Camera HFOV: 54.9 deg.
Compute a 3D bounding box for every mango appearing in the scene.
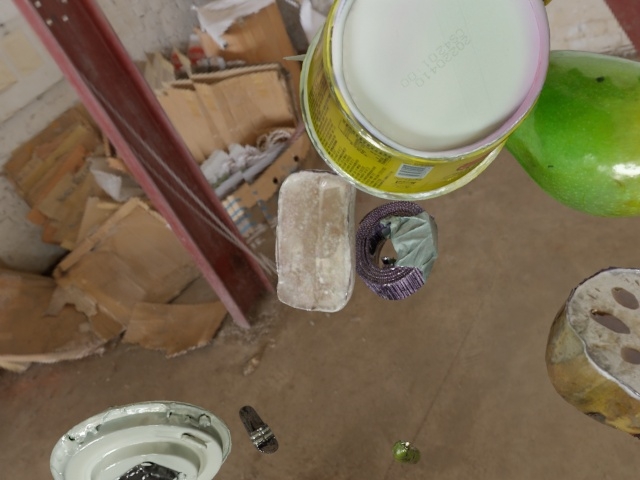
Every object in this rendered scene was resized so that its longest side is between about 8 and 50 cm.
[{"bbox_3d":[0.392,-0.165,0.929,0.201,0.225,0.382,-20,34,-27],"label":"mango"}]

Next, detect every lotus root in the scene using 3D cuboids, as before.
[{"bbox_3d":[0.494,0.191,0.973,0.272,0.192,0.272,6,43,-5],"label":"lotus root"}]

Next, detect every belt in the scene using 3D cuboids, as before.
[{"bbox_3d":[0.227,0.023,1.877,0.260,0.122,0.325,-15,47,25],"label":"belt"}]

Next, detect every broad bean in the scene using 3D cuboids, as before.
[{"bbox_3d":[0.221,0.550,1.591,0.065,0.254,0.046,-30,60,2],"label":"broad bean"}]

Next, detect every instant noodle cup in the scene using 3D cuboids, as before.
[{"bbox_3d":[0.126,-0.213,0.782,0.325,0.326,0.254,-24,2,3],"label":"instant noodle cup"}]

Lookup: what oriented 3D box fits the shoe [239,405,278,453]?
[{"bbox_3d":[-0.201,0.600,1.969,0.071,0.049,0.179,-27,63,-26],"label":"shoe"}]

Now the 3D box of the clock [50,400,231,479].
[{"bbox_3d":[-0.233,0.301,0.819,0.236,0.236,0.053,-25,44,2],"label":"clock"}]

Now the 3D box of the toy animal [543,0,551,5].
[{"bbox_3d":[0.302,-0.391,0.772,0.155,0.230,0.156,1,66,-2],"label":"toy animal"}]

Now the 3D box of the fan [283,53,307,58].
[{"bbox_3d":[0.067,-0.396,1.339,0.232,0.012,0.414,2,14,18],"label":"fan"}]

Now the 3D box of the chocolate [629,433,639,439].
[{"bbox_3d":[0.733,0.354,1.363,0.183,0.028,0.086,-61,-3,3],"label":"chocolate"}]

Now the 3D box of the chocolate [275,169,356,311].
[{"bbox_3d":[0.000,0.000,1.333,0.185,0.304,0.100,6,6,25],"label":"chocolate"}]
